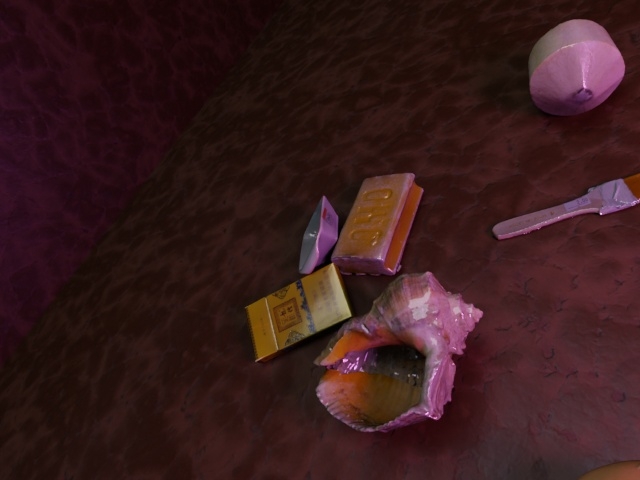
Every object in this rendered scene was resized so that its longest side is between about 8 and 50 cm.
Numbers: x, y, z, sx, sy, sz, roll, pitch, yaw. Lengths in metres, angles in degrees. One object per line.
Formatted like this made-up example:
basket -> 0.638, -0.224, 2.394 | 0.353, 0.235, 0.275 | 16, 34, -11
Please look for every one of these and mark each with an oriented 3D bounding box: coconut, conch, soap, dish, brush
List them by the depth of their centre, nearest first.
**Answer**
conch -> 0.158, 0.233, 0.906 | 0.352, 0.209, 0.297 | -44, 25, 34
brush -> 0.535, -0.067, 1.016 | 0.336, 0.020, 0.086 | -21, 44, 22
coconut -> 0.605, -0.403, 1.137 | 0.202, 0.202, 0.222 | -12, 44, 30
soap -> 0.151, -0.043, 1.240 | 0.173, 0.089, 0.274 | -3, 52, 40
dish -> 0.000, 0.000, 1.280 | 0.234, 0.064, 0.154 | -83, 17, -56

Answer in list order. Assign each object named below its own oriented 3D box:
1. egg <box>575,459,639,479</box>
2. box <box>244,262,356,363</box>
egg -> 0.418, 0.373, 0.567 | 0.244, 0.201, 0.201 | 8, 58, 53
box -> -0.057, 0.184, 1.201 | 0.278, 0.041, 0.153 | -27, 59, 14
